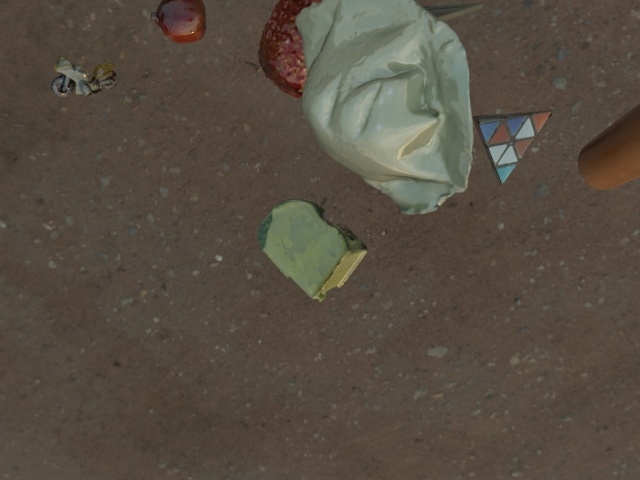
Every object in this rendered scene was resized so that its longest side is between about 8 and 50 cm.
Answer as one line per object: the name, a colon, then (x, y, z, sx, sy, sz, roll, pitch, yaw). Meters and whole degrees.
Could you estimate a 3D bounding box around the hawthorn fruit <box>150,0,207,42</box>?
hawthorn fruit: (-0.492, -0.778, 1.643, 0.188, 0.169, 0.169, 1, 121, -18)

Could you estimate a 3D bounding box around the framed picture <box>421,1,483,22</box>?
framed picture: (0.269, -0.667, 1.410, 0.247, 0.335, 0.022, -28, 124, -25)

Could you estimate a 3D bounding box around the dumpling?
dumpling: (0.056, -0.120, 0.386, 0.181, 0.111, 0.155, 38, 150, -21)

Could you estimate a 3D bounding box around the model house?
model house: (0.000, 0.000, 1.585, 0.321, 0.266, 0.261, 43, 115, 20)

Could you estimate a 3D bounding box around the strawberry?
strawberry: (-0.007, -0.420, 1.003, 0.343, 0.292, 0.292, -27, 125, -30)

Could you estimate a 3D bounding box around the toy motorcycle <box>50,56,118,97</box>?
toy motorcycle: (-0.805, -0.567, 1.613, 0.094, 0.229, 0.130, 30, 131, 32)

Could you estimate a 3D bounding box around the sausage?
sausage: (0.433, -0.133, 0.638, 0.086, 0.289, 0.086, -1, 84, 9)

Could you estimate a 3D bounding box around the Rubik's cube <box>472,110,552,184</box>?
Rubik's cube: (0.556, -0.383, 1.567, 0.234, 0.250, 0.284, 2, 130, -46)
